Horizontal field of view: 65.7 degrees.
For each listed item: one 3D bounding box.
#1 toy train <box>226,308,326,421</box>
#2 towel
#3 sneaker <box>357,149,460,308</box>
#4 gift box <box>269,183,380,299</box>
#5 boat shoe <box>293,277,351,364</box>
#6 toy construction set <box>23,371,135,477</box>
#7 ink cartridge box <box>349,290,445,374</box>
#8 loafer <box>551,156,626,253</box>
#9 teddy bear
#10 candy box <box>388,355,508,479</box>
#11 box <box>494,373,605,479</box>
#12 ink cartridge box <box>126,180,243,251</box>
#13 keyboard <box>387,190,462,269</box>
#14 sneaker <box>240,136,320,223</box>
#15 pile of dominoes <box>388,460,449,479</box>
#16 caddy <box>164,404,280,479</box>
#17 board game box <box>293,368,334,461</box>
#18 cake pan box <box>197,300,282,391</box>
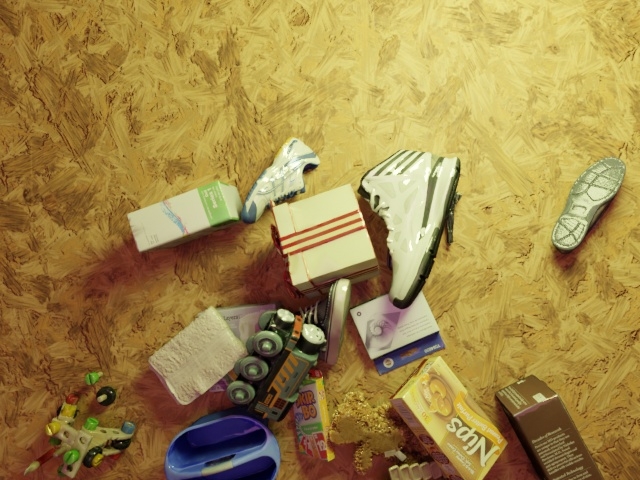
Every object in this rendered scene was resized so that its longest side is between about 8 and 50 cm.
[{"bbox_3d":[-0.120,0.335,1.330,0.190,0.142,0.333,25,112,-9],"label":"toy train"},{"bbox_3d":[-0.362,0.344,1.453,0.282,0.049,0.187,-41,84,12],"label":"towel"},{"bbox_3d":[0.213,-0.046,1.407,0.258,0.169,0.447,17,85,19],"label":"sneaker"},{"bbox_3d":[0.000,0.000,1.351,0.258,0.276,0.255,-19,67,5],"label":"gift box"},{"bbox_3d":[-0.011,0.220,1.373,0.158,0.127,0.340,14,133,8],"label":"boat shoe"},{"bbox_3d":[-0.738,0.596,1.451,0.309,0.237,0.257,-40,88,4],"label":"toy construction set"},{"bbox_3d":[0.229,0.261,1.467,0.224,0.045,0.223,-25,89,4],"label":"ink cartridge box"},{"bbox_3d":[0.756,-0.095,1.412,0.109,0.095,0.302,32,89,34],"label":"loafer"},{"bbox_3d":[0.186,0.571,1.456,0.338,0.113,0.244,10,99,-3],"label":"teddy bear"},{"bbox_3d":[0.360,0.511,1.399,0.183,0.087,0.316,-36,88,-30],"label":"candy box"},{"bbox_3d":[0.649,0.587,1.366,0.143,0.191,0.381,-26,88,4],"label":"box"},{"bbox_3d":[-0.377,-0.066,1.431,0.278,0.201,0.117,-19,90,4],"label":"ink cartridge box"},{"bbox_3d":[0.307,-0.062,1.465,0.202,0.033,0.316,5,92,11],"label":"keyboard"},{"bbox_3d":[-0.112,-0.158,1.438,0.131,0.112,0.296,34,81,-3],"label":"sneaker"},{"bbox_3d":[0.291,0.711,1.433,0.251,0.040,0.195,0,105,-18],"label":"pile of dominoes"},{"bbox_3d":[-0.278,0.629,1.446,0.342,0.179,0.241,-18,90,4],"label":"caddy"},{"bbox_3d":[-0.029,0.507,1.463,0.124,0.039,0.259,-9,87,46],"label":"board game box"},{"bbox_3d":[-0.228,0.316,1.478,0.267,0.070,0.245,-8,89,14],"label":"cake pan box"}]
